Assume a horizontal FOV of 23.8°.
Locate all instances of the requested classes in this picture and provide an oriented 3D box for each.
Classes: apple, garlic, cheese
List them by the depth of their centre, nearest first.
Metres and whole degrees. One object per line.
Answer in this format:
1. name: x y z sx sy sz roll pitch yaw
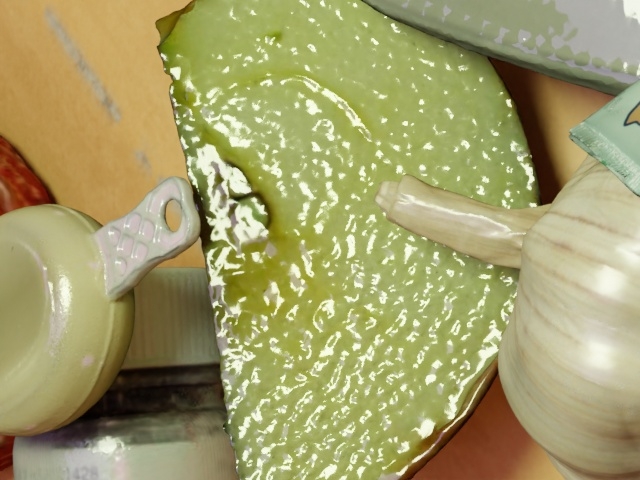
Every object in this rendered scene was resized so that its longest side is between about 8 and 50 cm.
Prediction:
1. garlic: 0.128 0.020 0.772 0.226 0.199 0.199 22 106 27
2. apple: 0.000 0.000 0.902 0.254 0.179 0.346 -27 70 51
3. cheese: -0.148 0.030 0.903 0.227 0.064 0.137 -33 67 35

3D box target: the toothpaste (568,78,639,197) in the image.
1. toothpaste: 0.206 -0.097 0.681 0.205 0.036 0.056 -38 44 -3

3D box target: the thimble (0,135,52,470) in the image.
1. thimble: -0.378 0.040 1.193 0.350 0.230 0.350 2 92 39

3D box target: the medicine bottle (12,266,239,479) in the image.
1. medicine bottle: -0.125 0.160 1.023 0.165 0.165 0.273 -10 83 40

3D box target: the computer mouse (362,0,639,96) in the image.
1. computer mouse: 0.143 -0.178 0.788 0.331 0.095 0.197 24 78 32
